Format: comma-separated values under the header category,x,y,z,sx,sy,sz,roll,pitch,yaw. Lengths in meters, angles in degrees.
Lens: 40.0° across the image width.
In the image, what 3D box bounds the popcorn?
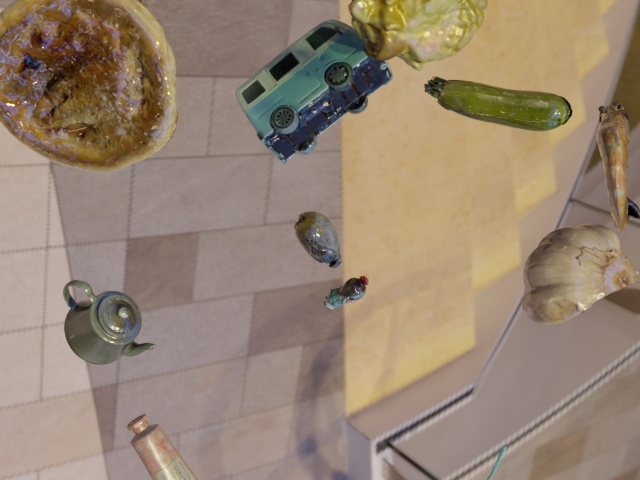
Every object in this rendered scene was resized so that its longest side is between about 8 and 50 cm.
category,x,y,z,sx,sy,sz,roll,pitch,yaw
popcorn,0.155,-0.417,1.488,0.259,0.212,0.259,-8,136,-8

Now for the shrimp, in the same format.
category,x,y,z,sx,sy,sz,roll,pitch,yaw
shrimp,0.394,-0.099,1.155,0.219,0.046,0.152,-67,142,-54

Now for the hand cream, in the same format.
category,x,y,z,sx,sy,sz,roll,pitch,yaw
hand cream,-0.190,0.326,1.167,0.067,0.043,0.209,-35,97,-26

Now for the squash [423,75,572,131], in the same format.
category,x,y,z,sx,sy,sz,roll,pitch,yaw
squash,0.217,-0.169,1.085,0.052,0.183,0.052,13,90,-78

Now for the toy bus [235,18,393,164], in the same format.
category,x,y,z,sx,sy,sz,roll,pitch,yaw
toy bus,-0.018,-0.293,1.655,0.271,0.165,0.133,-37,156,5

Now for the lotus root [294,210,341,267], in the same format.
category,x,y,z,sx,sy,sz,roll,pitch,yaw
lotus root,0.001,0.000,1.974,0.088,0.088,0.165,-43,117,-17

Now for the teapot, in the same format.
category,x,y,z,sx,sy,sz,roll,pitch,yaw
teapot,-0.480,0.177,1.976,0.239,0.149,0.162,45,48,-13

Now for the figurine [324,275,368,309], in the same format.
category,x,y,z,sx,sy,sz,roll,pitch,yaw
figurine,0.054,0.111,1.847,0.047,0.106,0.060,54,39,-8

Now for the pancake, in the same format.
category,x,y,z,sx,sy,sz,roll,pitch,yaw
pancake,-0.402,-0.260,1.476,0.356,0.065,0.356,0,130,0

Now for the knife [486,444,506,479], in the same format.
category,x,y,z,sx,sy,sz,roll,pitch,yaw
knife,0.219,0.304,1.131,0.014,0.005,0.091,0,114,-63

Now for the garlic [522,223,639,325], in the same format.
category,x,y,z,sx,sy,sz,roll,pitch,yaw
garlic,0.228,0.029,0.813,0.113,0.094,0.074,-47,116,-29
